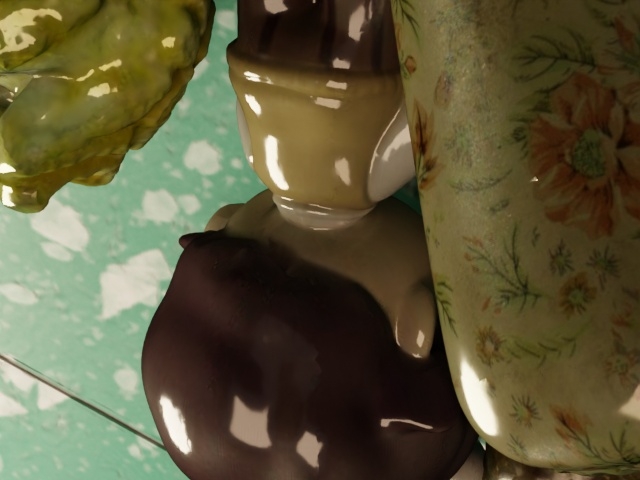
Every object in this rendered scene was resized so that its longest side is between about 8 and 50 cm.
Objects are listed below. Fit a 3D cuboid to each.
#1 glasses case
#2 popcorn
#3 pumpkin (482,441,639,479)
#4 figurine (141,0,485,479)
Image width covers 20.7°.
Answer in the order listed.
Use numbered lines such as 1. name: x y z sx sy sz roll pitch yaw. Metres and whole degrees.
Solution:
1. glasses case: 0.112 -0.102 0.828 0.156 0.098 0.425 -19 69 33
2. popcorn: -0.154 -0.129 0.999 0.185 0.167 0.187 32 141 33
3. pumpkin: 0.199 0.155 1.020 0.219 0.162 0.219 -2 118 -3
4. figurine: 0.007 -0.010 1.033 0.218 0.206 0.365 12 101 17
